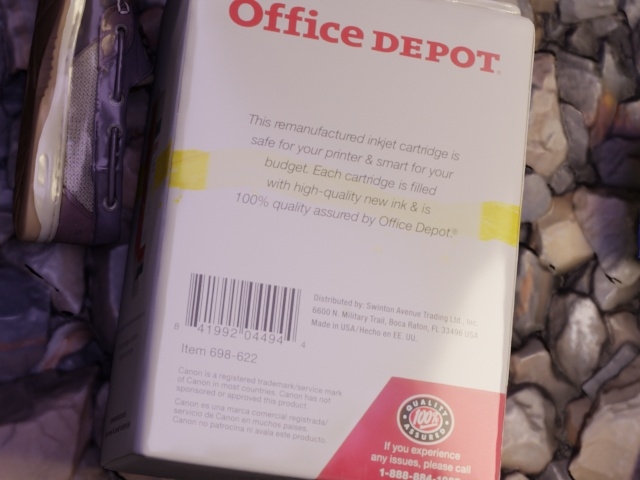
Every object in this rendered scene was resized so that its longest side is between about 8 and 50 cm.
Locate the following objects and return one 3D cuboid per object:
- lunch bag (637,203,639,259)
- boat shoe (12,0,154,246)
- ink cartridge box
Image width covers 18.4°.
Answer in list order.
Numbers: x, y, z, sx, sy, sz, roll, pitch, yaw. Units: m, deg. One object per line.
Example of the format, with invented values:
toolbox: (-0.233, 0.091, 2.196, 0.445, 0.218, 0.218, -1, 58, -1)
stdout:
lunch bag: (0.335, -0.033, 1.666, 0.151, 0.096, 0.129, 11, 77, -25)
boat shoe: (-0.175, -0.133, 1.532, 0.092, 0.103, 0.285, 11, 80, -19)
ink cartridge box: (0.000, 0.000, 1.523, 0.279, 0.160, 0.385, 10, 77, -14)
